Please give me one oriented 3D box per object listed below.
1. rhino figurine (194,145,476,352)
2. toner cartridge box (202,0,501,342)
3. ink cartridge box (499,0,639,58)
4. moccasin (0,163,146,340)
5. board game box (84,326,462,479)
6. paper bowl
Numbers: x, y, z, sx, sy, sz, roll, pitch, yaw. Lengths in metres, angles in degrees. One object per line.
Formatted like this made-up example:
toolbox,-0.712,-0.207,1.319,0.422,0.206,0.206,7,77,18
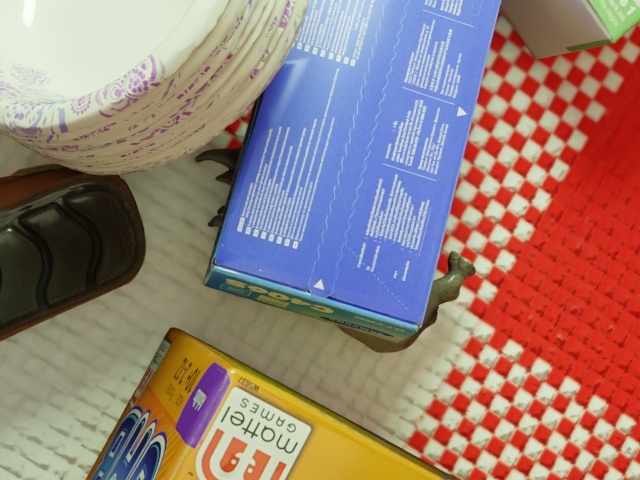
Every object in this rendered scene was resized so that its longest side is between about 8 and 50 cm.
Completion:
rhino figurine,0.000,0.000,1.108,0.243,0.073,0.106,34,79,-8
toner cartridge box,0.034,-0.111,1.060,0.165,0.075,0.348,17,76,-6
ink cartridge box,0.262,-0.256,1.117,0.219,0.160,0.092,-39,101,-9
moccasin,-0.323,0.028,1.014,0.380,0.147,0.139,-26,110,-15
board game box,-0.020,0.309,0.958,0.356,0.356,0.356,30,84,-10
paper bowl,-0.134,-0.185,1.000,0.148,0.284,0.284,31,81,-55
